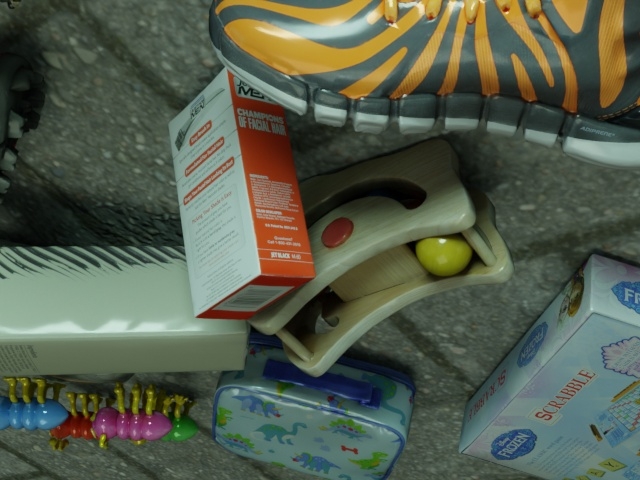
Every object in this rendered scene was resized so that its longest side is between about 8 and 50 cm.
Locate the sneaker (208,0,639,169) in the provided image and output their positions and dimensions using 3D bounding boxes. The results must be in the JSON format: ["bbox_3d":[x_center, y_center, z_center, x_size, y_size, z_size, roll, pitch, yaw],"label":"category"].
[{"bbox_3d":[0.098,-0.156,0.535,0.321,0.125,0.180,7,139,-7],"label":"sneaker"}]

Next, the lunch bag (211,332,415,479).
[{"bbox_3d":[-0.009,0.190,1.015,0.218,0.090,0.176,14,144,2],"label":"lunch bag"}]

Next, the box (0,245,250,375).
[{"bbox_3d":[-0.205,0.067,0.854,0.275,0.094,0.113,0,154,-8],"label":"box"}]

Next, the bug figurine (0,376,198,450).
[{"bbox_3d":[-0.262,0.209,1.062,0.216,0.072,0.279,0,165,5],"label":"bug figurine"}]

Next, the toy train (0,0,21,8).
[{"bbox_3d":[-0.233,-0.227,0.618,0.036,0.027,0.158,-5,139,5],"label":"toy train"}]

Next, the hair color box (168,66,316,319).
[{"bbox_3d":[-0.063,-0.034,0.684,0.053,0.167,0.093,5,154,-38],"label":"hair color box"}]

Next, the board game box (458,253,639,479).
[{"bbox_3d":[0.339,0.167,0.885,0.317,0.066,0.319,18,143,-4],"label":"board game box"}]

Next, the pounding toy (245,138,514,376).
[{"bbox_3d":[0.000,0.000,0.719,0.269,0.154,0.155,-16,133,33],"label":"pounding toy"}]

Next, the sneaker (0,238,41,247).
[{"bbox_3d":[-0.292,0.027,0.935,0.190,0.071,0.083,20,137,-20],"label":"sneaker"}]

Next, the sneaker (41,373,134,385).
[{"bbox_3d":[-0.330,0.115,1.030,0.262,0.099,0.121,16,147,0],"label":"sneaker"}]

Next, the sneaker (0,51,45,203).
[{"bbox_3d":[-0.328,-0.079,0.777,0.135,0.098,0.276,28,142,-20],"label":"sneaker"}]
